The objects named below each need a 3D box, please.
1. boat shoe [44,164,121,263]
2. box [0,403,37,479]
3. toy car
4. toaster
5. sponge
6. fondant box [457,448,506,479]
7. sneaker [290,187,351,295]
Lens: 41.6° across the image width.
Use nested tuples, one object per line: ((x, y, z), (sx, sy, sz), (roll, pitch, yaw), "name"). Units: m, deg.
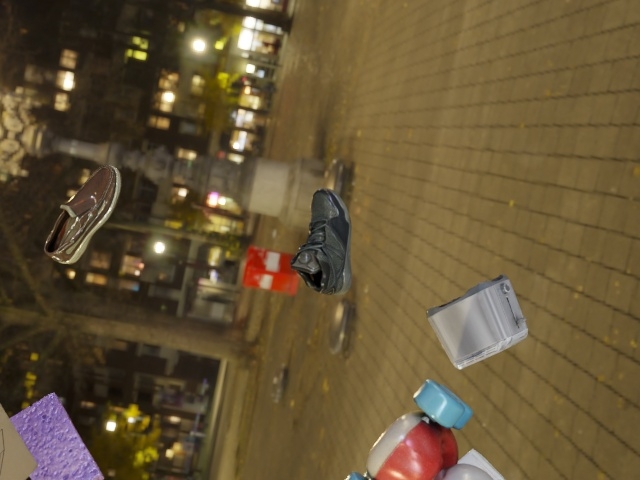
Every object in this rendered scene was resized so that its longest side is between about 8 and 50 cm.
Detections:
((-0.553, -0.064, 1.952), (0.257, 0.095, 0.095), (-63, -24, 0), "boat shoe")
((-0.537, 0.322, 1.297), (0.201, 0.021, 0.164), (67, -150, -18), "box")
((0.191, 0.368, 1.248), (0.219, 0.238, 0.210), (-50, -21, 0), "toy car")
((0.333, 0.180, 1.809), (0.227, 0.129, 0.146), (-33, 76, 40), "toaster")
((-0.527, 0.413, 1.655), (0.210, 0.117, 0.031), (50, 164, 26), "sponge")
((0.178, 0.547, 1.487), (0.096, 0.330, 0.238), (43, 156, 33), "fondant box")
((0.000, 0.000, 1.741), (0.130, 0.087, 0.227), (4, -97, -56), "sneaker")
